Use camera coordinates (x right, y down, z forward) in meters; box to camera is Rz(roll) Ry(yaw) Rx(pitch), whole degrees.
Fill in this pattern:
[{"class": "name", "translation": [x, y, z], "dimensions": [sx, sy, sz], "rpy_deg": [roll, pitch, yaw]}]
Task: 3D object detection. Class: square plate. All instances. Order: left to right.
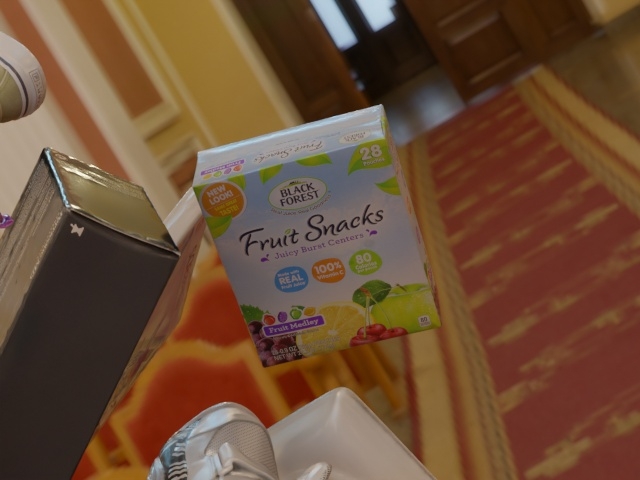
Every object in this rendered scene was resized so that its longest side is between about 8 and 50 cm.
[{"class": "square plate", "translation": [0.007, 0.342, 1.390], "dimensions": [0.347, 0.344, 0.049], "rpy_deg": [-34, 17, 31]}]

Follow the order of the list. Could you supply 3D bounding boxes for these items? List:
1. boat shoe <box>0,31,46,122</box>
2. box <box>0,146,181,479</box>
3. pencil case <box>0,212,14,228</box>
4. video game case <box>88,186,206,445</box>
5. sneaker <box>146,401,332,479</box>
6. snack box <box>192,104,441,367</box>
[{"class": "boat shoe", "translation": [-0.420, -0.201, 1.449], "dimensions": [0.302, 0.109, 0.094], "rpy_deg": [25, 37, 26]}, {"class": "box", "translation": [-0.226, 0.079, 1.141], "dimensions": [0.261, 0.103, 0.184], "rpy_deg": [-63, 21, 10]}, {"class": "pencil case", "translation": [-0.330, -0.003, 0.994], "dimensions": [0.206, 0.088, 0.086], "rpy_deg": [-28, 20, -12]}, {"class": "video game case", "translation": [-0.243, 0.131, 1.659], "dimensions": [0.329, 0.036, 0.300], "rpy_deg": [-55, -8, -35]}, {"class": "sneaker", "translation": [-0.034, 0.234, 1.117], "dimensions": [0.210, 0.137, 0.366], "rpy_deg": [-31, 23, 22]}, {"class": "snack box", "translation": [0.000, 0.000, 1.253], "dimensions": [0.174, 0.207, 0.070], "rpy_deg": [-14, 30, 9]}]
